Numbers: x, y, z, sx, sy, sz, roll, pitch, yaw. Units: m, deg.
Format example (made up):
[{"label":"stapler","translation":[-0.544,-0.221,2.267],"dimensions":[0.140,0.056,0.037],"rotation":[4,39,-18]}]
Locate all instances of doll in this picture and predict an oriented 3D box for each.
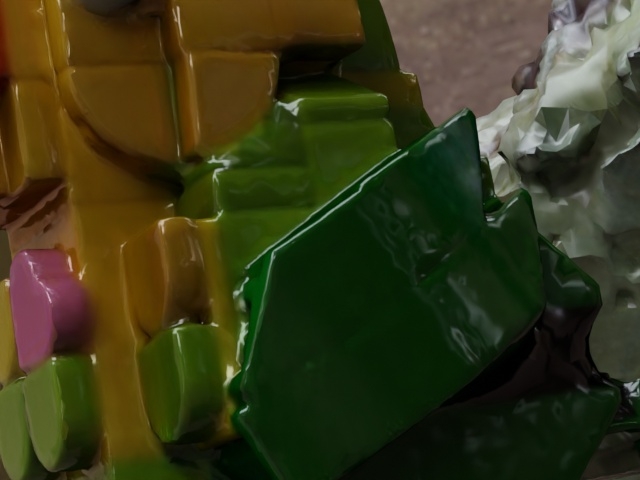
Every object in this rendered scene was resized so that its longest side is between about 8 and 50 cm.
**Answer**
[{"label":"doll","translation":[-0.006,0.005,0.362],"dimensions":[0.134,0.186,0.106],"rotation":[-37,4,-28]}]

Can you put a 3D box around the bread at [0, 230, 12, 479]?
[{"label":"bread","translation":[-0.157,0.026,0.832],"dimensions":[0.207,0.279,0.279],"rotation":[-27,20,-32]}]

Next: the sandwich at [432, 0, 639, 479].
[{"label":"sandwich","translation":[0.131,-0.059,0.518],"dimensions":[0.254,0.288,0.099],"rotation":[-11,19,8]}]
